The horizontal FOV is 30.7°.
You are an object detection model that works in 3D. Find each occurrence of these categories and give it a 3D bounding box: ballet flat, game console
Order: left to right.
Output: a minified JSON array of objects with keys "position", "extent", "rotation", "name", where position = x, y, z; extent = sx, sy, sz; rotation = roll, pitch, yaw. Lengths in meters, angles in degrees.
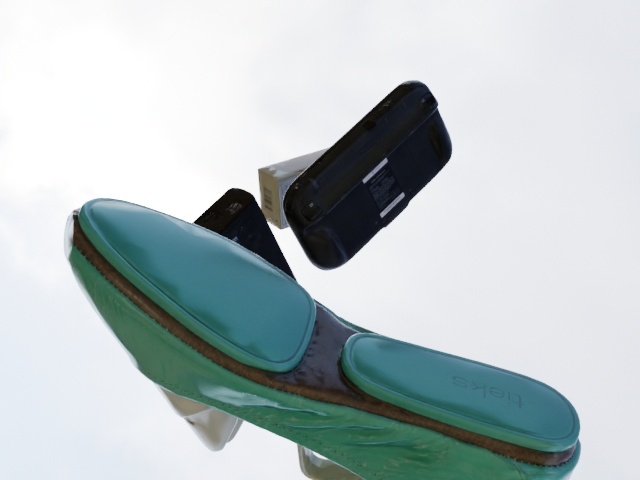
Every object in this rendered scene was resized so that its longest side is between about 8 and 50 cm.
[{"position":[-0.010,0.068,0.515],"extent":[0.083,0.247,0.087],"rotation":[-65,179,-62],"name":"ballet flat"},{"position":[0.000,0.000,1.091],"extent":[0.361,0.213,0.044],"rotation":[-43,-136,-21],"name":"game console"}]

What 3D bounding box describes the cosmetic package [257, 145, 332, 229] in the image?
[{"position":[-0.006,-0.058,1.215],"extent":[0.041,0.115,0.060],"rotation":[33,-47,49],"name":"cosmetic package"}]
